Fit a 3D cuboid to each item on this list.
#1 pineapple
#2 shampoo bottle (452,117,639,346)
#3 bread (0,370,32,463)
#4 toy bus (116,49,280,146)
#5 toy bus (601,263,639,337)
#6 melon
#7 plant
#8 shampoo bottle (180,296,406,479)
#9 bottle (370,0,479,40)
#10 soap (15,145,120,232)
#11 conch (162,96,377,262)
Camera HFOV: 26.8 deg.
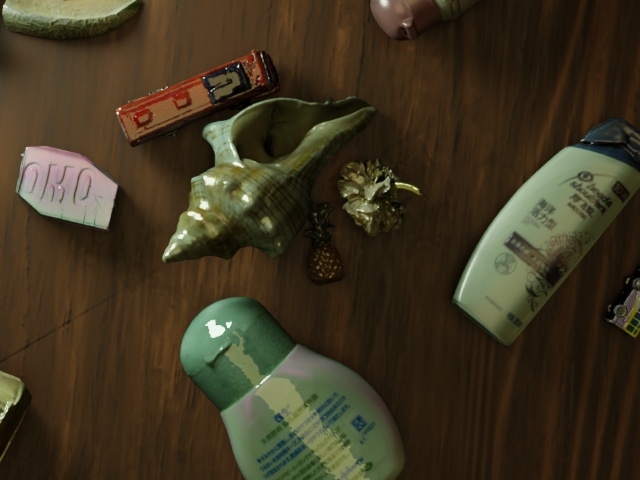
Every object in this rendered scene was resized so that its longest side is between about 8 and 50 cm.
[{"bbox_3d":[0.000,0.000,1.933,0.058,0.058,0.124,-9,77,-4],"label":"pineapple"},{"bbox_3d":[0.332,-0.024,1.938,0.134,0.078,0.359,39,88,0],"label":"shampoo bottle"},{"bbox_3d":[-0.488,0.271,1.819,0.109,0.192,0.210,26,89,-2],"label":"bread"},{"bbox_3d":[-0.172,-0.201,1.890,0.234,0.096,0.074,-23,94,-3],"label":"toy bus"},{"bbox_3d":[0.464,0.088,1.961,0.058,0.052,0.102,35,90,-6],"label":"toy bus"},{"bbox_3d":[-0.355,-0.330,1.907,0.182,0.054,0.098,16,74,-5],"label":"melon"},{"bbox_3d":[0.088,-0.070,1.896,0.122,0.104,0.117,-25,83,36],"label":"plant"},{"bbox_3d":[-0.052,0.231,1.874,0.222,0.151,0.349,-42,94,3],"label":"shampoo bottle"},{"bbox_3d":[0.185,-0.383,1.905,0.253,0.120,0.120,-36,93,-3],"label":"bottle"},{"bbox_3d":[-0.361,-0.076,1.896,0.149,0.056,0.100,14,87,-5],"label":"soap"},{"bbox_3d":[-0.085,-0.090,1.877,0.203,0.169,0.386,52,50,-10],"label":"conch"}]
